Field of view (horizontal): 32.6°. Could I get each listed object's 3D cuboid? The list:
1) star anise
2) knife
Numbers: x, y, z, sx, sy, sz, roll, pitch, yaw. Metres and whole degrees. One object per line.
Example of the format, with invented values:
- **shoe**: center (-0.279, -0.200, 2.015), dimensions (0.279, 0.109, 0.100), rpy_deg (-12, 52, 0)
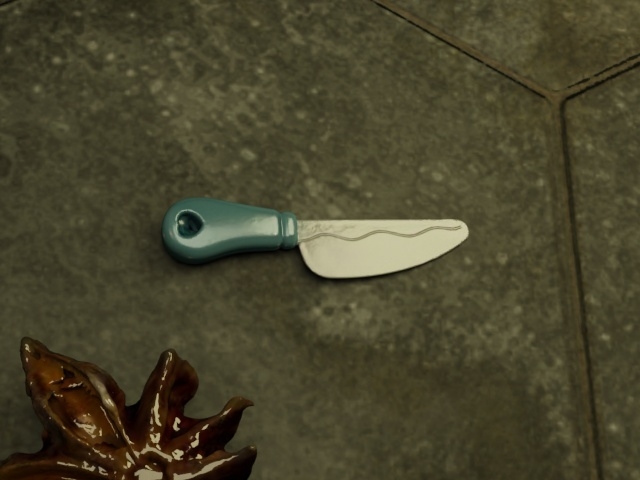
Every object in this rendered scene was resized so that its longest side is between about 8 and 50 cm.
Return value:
- **star anise**: center (-0.130, 0.180, 0.714), dimensions (0.214, 0.099, 0.219), rpy_deg (3, 70, 8)
- **knife**: center (-0.001, 0.002, 0.847), dimensions (0.244, 0.032, 0.058), rpy_deg (5, 64, -11)
